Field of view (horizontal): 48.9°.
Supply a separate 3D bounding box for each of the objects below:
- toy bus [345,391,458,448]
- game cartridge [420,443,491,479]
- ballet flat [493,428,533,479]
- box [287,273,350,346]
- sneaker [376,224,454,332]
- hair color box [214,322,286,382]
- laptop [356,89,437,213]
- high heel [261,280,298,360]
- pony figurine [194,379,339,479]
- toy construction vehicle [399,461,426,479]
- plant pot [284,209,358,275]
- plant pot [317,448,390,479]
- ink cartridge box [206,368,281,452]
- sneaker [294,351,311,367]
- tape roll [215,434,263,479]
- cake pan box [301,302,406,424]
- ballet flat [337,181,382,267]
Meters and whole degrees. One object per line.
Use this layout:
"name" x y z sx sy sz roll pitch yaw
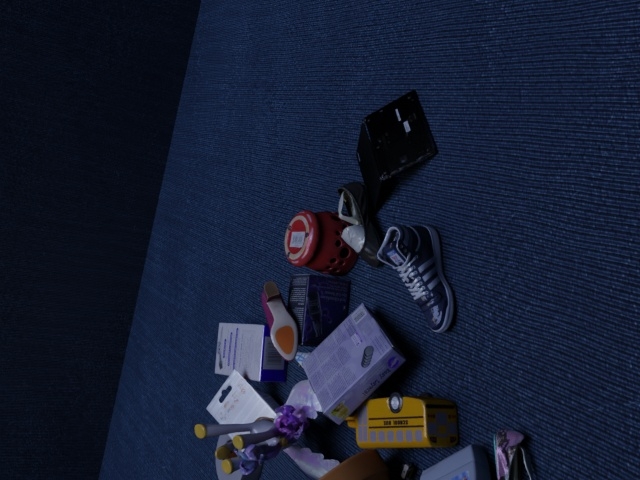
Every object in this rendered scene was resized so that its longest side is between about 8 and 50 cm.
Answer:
"toy bus" 0.185 0.446 1.740 0.332 0.108 0.130 -23 63 52
"game cartridge" 0.275 0.580 1.482 0.198 0.062 0.297 -50 13 38
"ballet flat" 0.396 0.502 1.441 0.079 0.077 0.222 -6 75 36
"box" -0.010 0.209 2.066 0.108 0.153 0.207 -7 77 56
"sneaker" 0.230 0.087 1.729 0.099 0.153 0.282 -37 51 47
"hair color box" -0.239 0.379 2.412 0.339 0.110 0.185 -6 77 55
"laptop" 0.206 -0.248 1.993 0.264 0.136 0.234 -27 56 21
"high heel" -0.120 0.244 2.040 0.117 0.082 0.244 96 152 -65
"pony figurine" -0.114 0.543 1.981 0.351 0.363 0.303 -4 91 47
"toy construction vehicle" 0.232 0.583 1.702 0.086 0.035 0.098 25 105 45
"plant pot" 0.000 0.000 2.095 0.191 0.174 0.191 -26 58 50
"plant pot" 0.081 0.678 1.696 0.203 0.291 0.291 51 125 29
"ink cartridge box" -0.240 0.561 2.293 0.232 0.066 0.189 44 107 28
"sneaker" -0.002 0.365 2.089 0.086 0.085 0.237 -57 26 -13
"tape roll" -0.279 0.737 2.402 0.219 0.072 0.219 -24 61 53
"cake pan box" 0.078 0.313 1.847 0.246 0.070 0.267 -44 25 3
"ballet flat" 0.101 -0.044 2.014 0.095 0.096 0.280 119 145 -51
